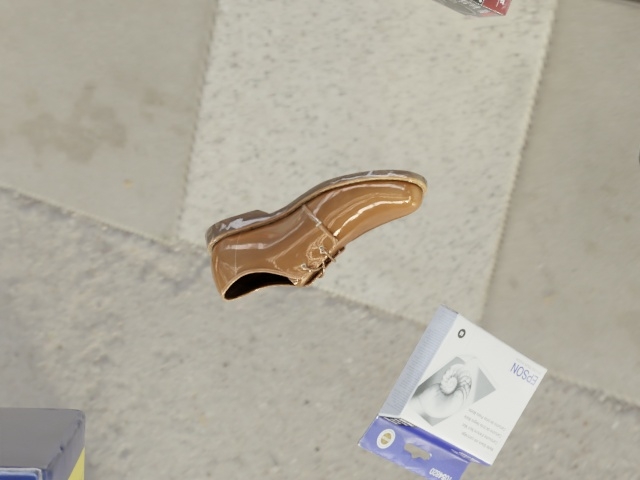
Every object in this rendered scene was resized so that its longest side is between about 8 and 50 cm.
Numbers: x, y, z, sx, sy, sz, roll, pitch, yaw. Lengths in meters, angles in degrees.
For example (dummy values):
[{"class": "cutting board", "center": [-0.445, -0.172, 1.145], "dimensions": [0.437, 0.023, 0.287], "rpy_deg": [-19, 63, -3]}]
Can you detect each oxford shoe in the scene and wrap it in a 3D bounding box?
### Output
[{"class": "oxford shoe", "center": [0.000, 0.000, 1.156], "dimensions": [0.212, 0.076, 0.076], "rpy_deg": [-22, 58, 23]}]

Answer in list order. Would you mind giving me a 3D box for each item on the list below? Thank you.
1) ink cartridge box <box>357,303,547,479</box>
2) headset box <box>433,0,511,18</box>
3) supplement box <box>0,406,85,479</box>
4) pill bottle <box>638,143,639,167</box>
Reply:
[{"class": "ink cartridge box", "center": [0.186, 0.228, 1.847], "dimensions": [0.045, 0.223, 0.224], "rpy_deg": [31, 90, 50]}, {"class": "headset box", "center": [0.106, -0.197, 1.027], "dimensions": [0.083, 0.062, 0.032], "rpy_deg": [21, 90, -21]}, {"class": "supplement box", "center": [-0.258, 0.297, 0.851], "dimensions": [0.195, 0.194, 0.357], "rpy_deg": [1, 93, -3]}, {"class": "pill bottle", "center": [0.396, -0.124, 1.359], "dimensions": [0.130, 0.130, 0.246], "rpy_deg": [21, 135, 22]}]
